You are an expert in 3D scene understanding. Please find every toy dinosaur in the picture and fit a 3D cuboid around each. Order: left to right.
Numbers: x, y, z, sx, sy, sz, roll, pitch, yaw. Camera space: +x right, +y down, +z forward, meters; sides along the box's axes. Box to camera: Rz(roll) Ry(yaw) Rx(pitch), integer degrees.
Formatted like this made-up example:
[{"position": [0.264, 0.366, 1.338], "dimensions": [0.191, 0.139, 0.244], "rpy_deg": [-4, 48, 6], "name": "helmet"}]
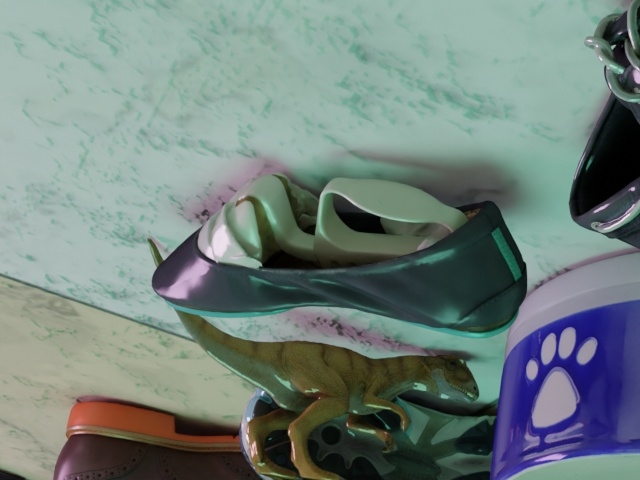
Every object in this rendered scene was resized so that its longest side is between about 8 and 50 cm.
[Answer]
[{"position": [-0.015, 0.082, 0.727], "dimensions": [0.212, 0.112, 0.064], "rpy_deg": [14, 164, -14], "name": "toy dinosaur"}]

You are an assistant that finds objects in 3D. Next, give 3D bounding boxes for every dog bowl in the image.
[{"position": [0.223, 0.110, 0.645], "dimensions": [0.265, 0.104, 0.265], "rpy_deg": [10, 152, 6], "name": "dog bowl"}]

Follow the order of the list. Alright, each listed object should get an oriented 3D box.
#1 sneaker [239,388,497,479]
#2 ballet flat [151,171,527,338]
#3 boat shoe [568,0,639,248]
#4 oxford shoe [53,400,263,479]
[{"position": [0.075, 0.161, 0.837], "dimensions": [0.283, 0.110, 0.122], "rpy_deg": [26, 163, -10], "name": "sneaker"}, {"position": [0.000, 0.000, 0.590], "dimensions": [0.203, 0.074, 0.074], "rpy_deg": [4, 152, 30], "name": "ballet flat"}, {"position": [0.122, -0.049, 0.424], "dimensions": [0.065, 0.075, 0.206], "rpy_deg": [5, 156, 9], "name": "boat shoe"}, {"position": [-0.073, 0.203, 0.958], "dimensions": [0.272, 0.098, 0.097], "rpy_deg": [10, 153, 7], "name": "oxford shoe"}]
